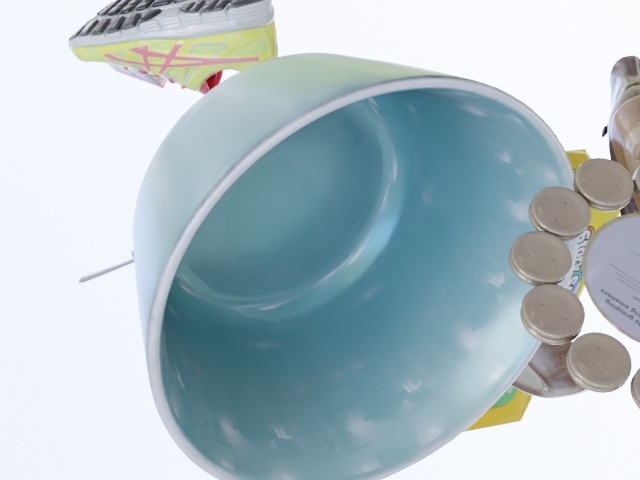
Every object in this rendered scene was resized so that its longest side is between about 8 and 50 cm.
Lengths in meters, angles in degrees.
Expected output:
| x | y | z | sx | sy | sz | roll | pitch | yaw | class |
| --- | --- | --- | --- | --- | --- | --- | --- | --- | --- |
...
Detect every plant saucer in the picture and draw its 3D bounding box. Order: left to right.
| x | y | z | sx | sy | sz | roll | pitch | yaw | class |
| --- | --- | --- | --- | --- | --- | --- | --- | --- | --- |
| 0.159 | 0.086 | 1.520 | 0.198 | 0.036 | 0.198 | 35 | 169 | 8 | plant saucer |

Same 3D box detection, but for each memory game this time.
| x | y | z | sx | sy | sz | roll | pitch | yaw | class |
| --- | --- | --- | --- | --- | --- | --- | --- | --- | --- |
| 0.199 | 0.026 | 0.974 | 0.186 | 0.012 | 0.186 | 5 | -127 | -6 | memory game |

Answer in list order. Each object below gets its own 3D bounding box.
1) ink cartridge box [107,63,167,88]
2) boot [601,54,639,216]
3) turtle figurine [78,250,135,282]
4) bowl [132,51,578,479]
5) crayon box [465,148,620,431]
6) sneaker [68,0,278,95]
| x | y | z | sx | sy | sz | roll | pitch | yaw | class |
| --- | --- | --- | --- | --- | --- | --- | --- | --- | --- |
| -0.192 | -0.186 | 1.769 | 0.062 | 0.029 | 0.115 | 21 | 173 | 18 | ink cartridge box |
| 0.328 | -0.038 | 1.630 | 0.090 | 0.248 | 0.207 | -10 | -156 | 9 | boot |
| -0.068 | 0.054 | 1.514 | 0.198 | 0.274 | 0.266 | 62 | 179 | 0 | turtle figurine |
| 0.000 | 0.000 | 1.125 | 0.311 | 0.312 | 0.163 | 8 | -156 | -35 | bowl |
| 0.149 | 0.074 | 1.958 | 0.313 | 0.363 | 0.106 | -7 | -136 | -32 | crayon box |
| -0.126 | -0.164 | 1.459 | 0.208 | 0.094 | 0.081 | -1 | -145 | 31 | sneaker |
